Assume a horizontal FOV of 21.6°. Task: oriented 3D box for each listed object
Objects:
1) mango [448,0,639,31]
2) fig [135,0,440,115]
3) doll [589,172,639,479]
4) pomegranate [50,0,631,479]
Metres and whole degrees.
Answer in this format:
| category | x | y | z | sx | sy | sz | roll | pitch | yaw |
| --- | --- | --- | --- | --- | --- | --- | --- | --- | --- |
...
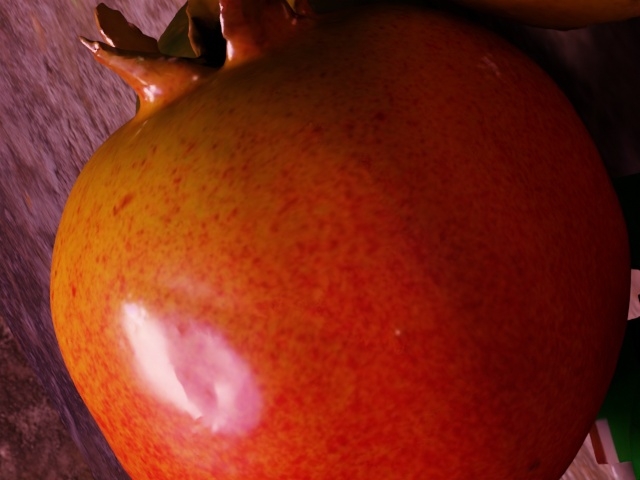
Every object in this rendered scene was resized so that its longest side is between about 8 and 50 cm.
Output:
| category | x | y | z | sx | sy | sz | roll | pitch | yaw |
| --- | --- | --- | --- | --- | --- | --- | --- | --- | --- |
| mango | 0.047 | -0.180 | 0.564 | 0.249 | 0.151 | 0.156 | 54 | -175 | -18 |
| fig | 0.025 | -0.035 | 0.826 | 0.244 | 0.195 | 0.195 | 13 | 141 | 18 |
| doll | 0.182 | 0.062 | 0.650 | 0.186 | 0.106 | 0.134 | 32 | 127 | 53 |
| pomegranate | 0.000 | 0.000 | 0.638 | 0.257 | 0.221 | 0.221 | 65 | 160 | -8 |
